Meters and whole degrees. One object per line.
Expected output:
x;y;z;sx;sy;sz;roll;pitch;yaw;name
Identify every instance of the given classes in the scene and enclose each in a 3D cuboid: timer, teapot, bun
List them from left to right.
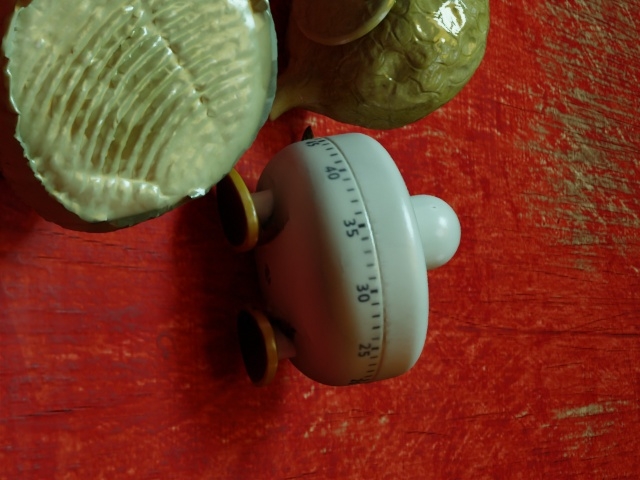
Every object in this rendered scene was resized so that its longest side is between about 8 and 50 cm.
-0.163;-0.143;1.481;0.259;0.152;0.259;-9;107;-32;bun
0.039;0.014;1.788;0.233;0.240;0.233;170;-90;-74;timer
0.055;-0.228;1.878;0.311;0.203;0.167;-50;139;0;teapot

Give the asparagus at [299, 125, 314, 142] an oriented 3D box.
0.000;0.000;1.953;0.023;0.022;0.232;-13;103;-19;asparagus
